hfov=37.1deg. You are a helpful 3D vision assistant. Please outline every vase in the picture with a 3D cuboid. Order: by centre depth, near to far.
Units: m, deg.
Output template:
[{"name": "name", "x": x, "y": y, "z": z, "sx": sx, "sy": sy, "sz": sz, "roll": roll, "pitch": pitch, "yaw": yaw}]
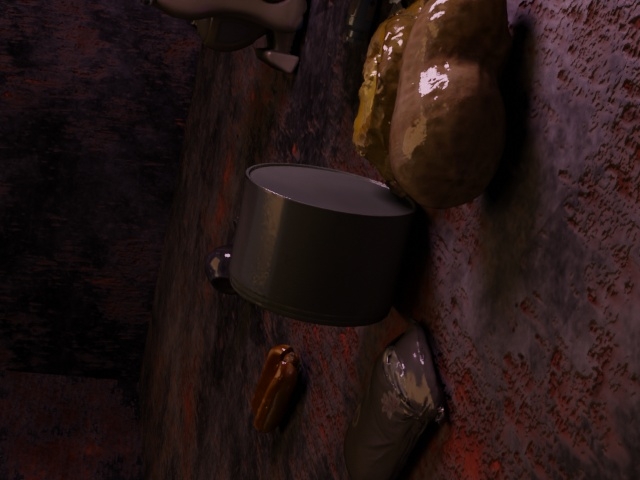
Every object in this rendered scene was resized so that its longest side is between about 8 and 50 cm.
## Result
[{"name": "vase", "x": -0.186, "y": 0.028, "z": 2.115, "sx": 0.120, "sy": 0.120, "sz": 0.183, "roll": 120, "pitch": 167, "yaw": -53}]

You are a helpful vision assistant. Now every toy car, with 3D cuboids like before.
[{"name": "toy car", "x": -0.207, "y": -0.486, "z": 1.991, "sx": 0.242, "sy": 0.336, "sz": 0.226, "roll": -134, "pitch": 51, "yaw": -70}]

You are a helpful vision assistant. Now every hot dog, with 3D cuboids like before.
[{"name": "hot dog", "x": -0.076, "y": 0.262, "z": 1.694, "sx": 0.235, "sy": 0.062, "sz": 0.092, "roll": 113, "pitch": 158, "yaw": -50}]

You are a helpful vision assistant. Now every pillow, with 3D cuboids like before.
[{"name": "pillow", "x": 0.081, "y": 0.224, "z": 1.176, "sx": 0.169, "sy": 0.059, "sz": 0.255, "roll": -105, "pitch": 28, "yaw": -47}]

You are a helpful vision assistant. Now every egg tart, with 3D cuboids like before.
[{"name": "egg tart", "x": 0.098, "y": -0.193, "z": 1.227, "sx": 0.279, "sy": 0.095, "sz": 0.278, "roll": -172, "pitch": 90, "yaw": -80}]

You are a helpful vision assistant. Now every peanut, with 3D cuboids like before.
[{"name": "peanut", "x": 0.145, "y": -0.160, "z": 1.022, "sx": 0.137, "sy": 0.122, "sz": 0.253, "roll": -18, "pitch": 61, "yaw": 62}]

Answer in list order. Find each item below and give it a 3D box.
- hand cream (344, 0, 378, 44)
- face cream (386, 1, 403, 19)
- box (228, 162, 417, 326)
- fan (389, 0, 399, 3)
[{"name": "hand cream", "x": 0.074, "y": -0.395, "z": 1.504, "sx": 0.065, "sy": 0.043, "sz": 0.170, "roll": -116, "pitch": 39, "yaw": -69}, {"name": "face cream", "x": 0.099, "y": -0.304, "z": 1.414, "sx": 0.038, "sy": 0.020, "sz": 0.115, "roll": -101, "pitch": 25, "yaw": -50}, {"name": "box", "x": 0.000, "y": 0.000, "z": 1.248, "sx": 0.226, "sy": 0.226, "sz": 0.149, "roll": -124, "pitch": 44, "yaw": -66}, {"name": "fan", "x": 0.130, "y": -0.375, "z": 1.278, "sx": 0.131, "sy": 0.009, "sz": 0.240, "roll": -61, "pitch": 12, "yaw": 8}]
